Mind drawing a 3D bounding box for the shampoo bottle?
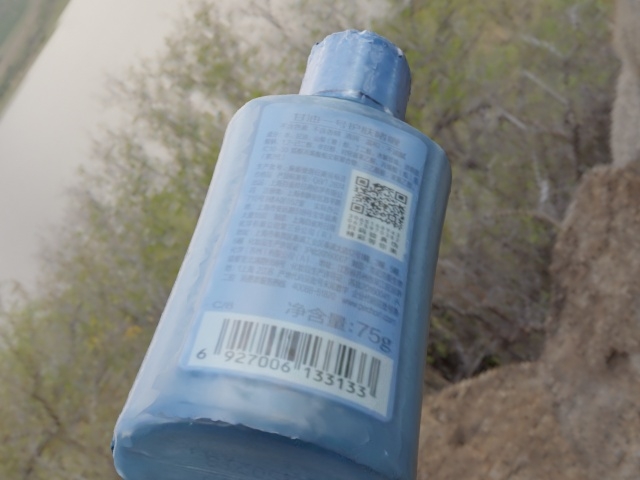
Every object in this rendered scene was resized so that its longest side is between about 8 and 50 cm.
[{"bbox_3d":[0.000,0.000,0.507,0.258,0.104,0.061,-76,1,-49],"label":"shampoo bottle"}]
